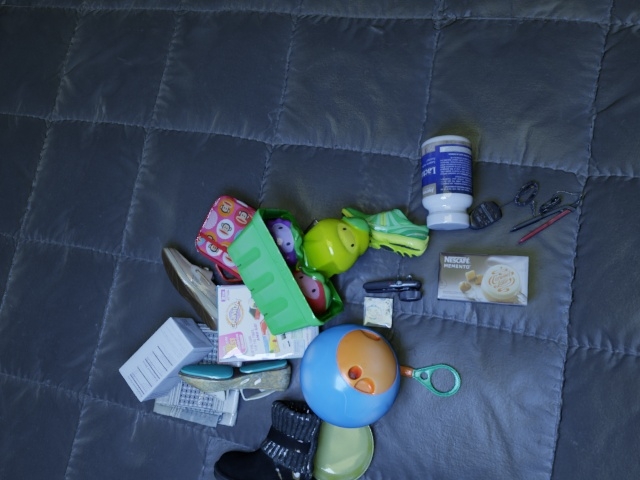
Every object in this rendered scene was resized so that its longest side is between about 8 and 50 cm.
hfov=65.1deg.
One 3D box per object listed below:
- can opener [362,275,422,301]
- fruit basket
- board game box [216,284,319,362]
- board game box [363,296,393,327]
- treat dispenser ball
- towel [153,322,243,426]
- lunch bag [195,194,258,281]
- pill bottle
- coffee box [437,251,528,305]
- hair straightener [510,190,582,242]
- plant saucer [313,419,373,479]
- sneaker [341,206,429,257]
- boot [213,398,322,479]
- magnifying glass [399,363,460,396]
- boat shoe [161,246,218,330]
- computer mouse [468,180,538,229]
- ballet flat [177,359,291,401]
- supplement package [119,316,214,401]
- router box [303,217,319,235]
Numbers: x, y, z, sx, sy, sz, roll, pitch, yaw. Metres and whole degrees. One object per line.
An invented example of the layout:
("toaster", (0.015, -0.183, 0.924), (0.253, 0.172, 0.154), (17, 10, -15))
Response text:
("can opener", (0.222, 0.145, 1.550), (0.186, 0.059, 0.073), (2, 50, 18))
("fruit basket", (-0.027, 0.052, 1.460), (0.392, 0.283, 0.392), (1, 93, 19))
("board game box", (-0.164, 0.256, 1.586), (0.316, 0.064, 0.242), (-2, 79, -3))
("board game box", (0.181, 0.225, 1.569), (0.090, 0.020, 0.090), (2, 80, 15))
("treat dispenser ball", (0.084, 0.382, 1.427), (0.288, 0.288, 0.288), (-3, 80, 14))
("towel", (-0.403, 0.440, 1.667), (0.312, 0.056, 0.324), (4, 82, 15))
("lunch bag", (-0.265, 0.014, 1.678), (0.293, 0.120, 0.258), (30, 94, 17))
("pill bottle", (0.383, -0.170, 1.516), (0.153, 0.153, 0.265), (-2, 80, 14))
("coffee box", (0.472, 0.114, 1.471), (0.246, 0.098, 0.141), (4, 81, 15))
("hair straightener", (0.663, -0.086, 1.483), (0.230, 0.047, 0.089), (-33, 74, 7))
("plant saucer", (0.045, 0.613, 1.528), (0.240, 0.037, 0.241), (-2, 81, 15))
("sneaker", (0.203, -0.040, 1.581), (0.295, 0.109, 0.123), (22, 59, 21))
("boot", (-0.159, 0.609, 1.510), (0.347, 0.131, 0.260), (1, 89, 19))
("magnifying glass", (0.302, 0.405, 1.506), (0.230, 0.026, 0.092), (10, 83, 14))
("boat shoe", (-0.415, 0.149, 1.701), (0.110, 0.122, 0.341), (-32, 75, -33))
("computer mouse", (0.553, -0.106, 1.526), (0.242, 0.041, 0.071), (-28, 83, 1))
("ballet flat", (-0.263, 0.442, 1.557), (0.348, 0.123, 0.123), (-2, 79, -11))
("supplement package", (-0.494, 0.380, 1.614), (0.244, 0.139, 0.134), (-45, 71, 4))
("router box", (0.000, 0.000, 1.646), (0.122, 0.038, 0.092), (41, 93, 17))
